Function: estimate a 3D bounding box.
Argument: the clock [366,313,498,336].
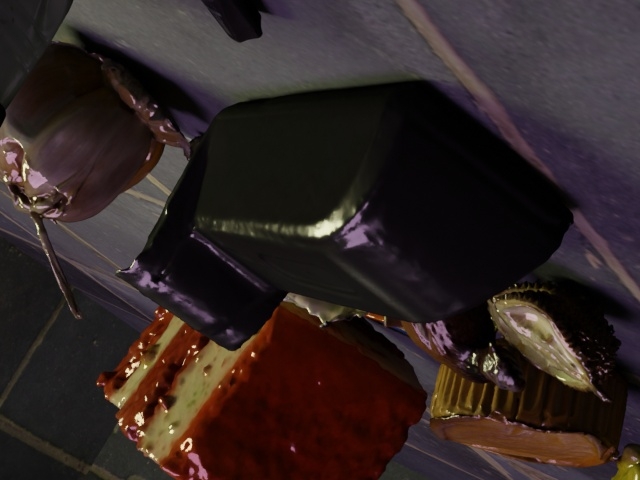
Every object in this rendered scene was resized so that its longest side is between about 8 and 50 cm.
[{"bbox_3d":[0.038,0.048,1.528,0.294,0.071,0.277,30,169,1],"label":"clock"}]

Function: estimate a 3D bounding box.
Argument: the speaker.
[{"bbox_3d":[0.000,0.000,1.136,0.180,0.184,0.388,36,166,-23],"label":"speaker"}]

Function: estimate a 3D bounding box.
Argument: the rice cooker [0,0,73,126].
[{"bbox_3d":[-0.322,-0.172,1.063,0.226,0.244,0.226,31,172,4],"label":"rice cooker"}]

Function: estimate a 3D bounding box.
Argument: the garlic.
[{"bbox_3d":[-0.210,-0.068,1.362,0.207,0.256,0.207,-13,167,-3],"label":"garlic"}]

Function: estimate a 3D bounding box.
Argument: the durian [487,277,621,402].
[{"bbox_3d":[0.214,0.078,1.216,0.140,0.071,0.110,43,168,23],"label":"durian"}]

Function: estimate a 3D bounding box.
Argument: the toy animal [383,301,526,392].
[{"bbox_3d":[0.118,0.061,1.307,0.188,0.089,0.179,60,169,-28],"label":"toy animal"}]

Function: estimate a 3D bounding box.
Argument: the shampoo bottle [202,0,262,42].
[{"bbox_3d":[-0.075,-0.179,0.947,0.048,0.027,0.137,34,172,30],"label":"shampoo bottle"}]

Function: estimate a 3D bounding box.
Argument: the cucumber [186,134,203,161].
[{"bbox_3d":[-0.105,-0.066,1.495,0.039,0.043,0.163,-15,161,7],"label":"cucumber"}]

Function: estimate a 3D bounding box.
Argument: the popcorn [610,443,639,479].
[{"bbox_3d":[0.379,0.301,1.385,0.249,0.225,0.249,36,164,12],"label":"popcorn"}]

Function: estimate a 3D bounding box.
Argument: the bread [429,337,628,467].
[{"bbox_3d":[0.212,0.162,1.431,0.199,0.104,0.199,11,163,4],"label":"bread"}]

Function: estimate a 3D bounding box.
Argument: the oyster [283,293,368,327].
[{"bbox_3d":[-0.018,0.002,1.371,0.209,0.132,0.072,19,-172,26],"label":"oyster"}]

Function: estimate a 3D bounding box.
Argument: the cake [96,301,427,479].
[{"bbox_3d":[-0.068,0.174,1.701,0.270,0.269,0.319,34,-177,-28],"label":"cake"}]
